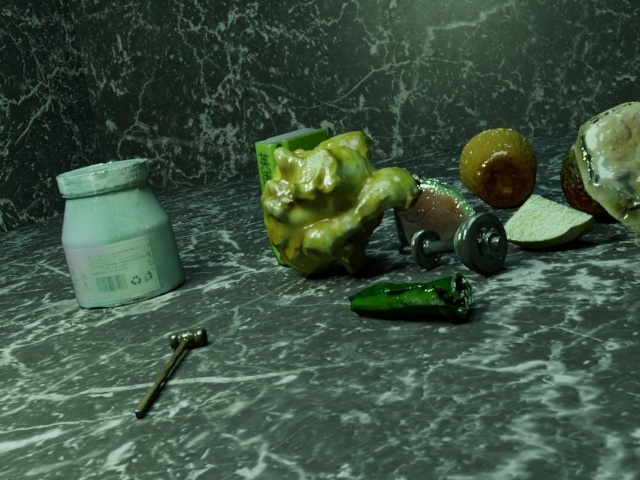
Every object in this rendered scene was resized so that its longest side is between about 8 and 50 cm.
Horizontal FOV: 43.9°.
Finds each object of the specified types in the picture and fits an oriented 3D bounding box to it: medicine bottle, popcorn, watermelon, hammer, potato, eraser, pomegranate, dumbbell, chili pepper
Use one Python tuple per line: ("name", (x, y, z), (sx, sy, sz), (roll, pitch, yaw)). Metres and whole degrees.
("medicine bottle", (-0.446, -0.023, 1.749), (0.244, 0.290, 0.245), (-10, 11, 2))
("popcorn", (0.016, -0.088, 1.614), (0.289, 0.326, 0.321), (16, -15, -17))
("watermelon", (0.248, -0.067, 1.714), (0.231, 0.146, 0.128), (-7, 11, 31))
("hammer", (-0.222, 0.189, 1.158), (0.058, 0.029, 0.292), (-11, 12, 6))
("potato", (0.430, -0.007, 1.505), (0.120, 0.081, 0.149), (-45, 40, -14))
("eraser", (-0.062, -0.144, 2.092), (0.092, 0.274, 0.210), (12, 25, 43))
("pomegranate", (0.603, -0.121, 1.593), (0.214, 0.214, 0.248), (-12, 35, -8))
("dumbbell", (0.235, 0.012, 1.463), (0.110, 0.110, 0.254), (-18, 7, -37))
("chili pepper", (0.140, 0.090, 1.238), (0.216, 0.062, 0.108), (-3, 7, 36))

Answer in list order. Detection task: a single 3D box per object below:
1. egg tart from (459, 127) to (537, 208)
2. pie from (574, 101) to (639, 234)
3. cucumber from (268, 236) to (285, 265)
("egg tart", (0.450, -0.167, 1.994), (0.202, 0.203, 0.147), (-8, 24, 11))
("pie", (0.628, -0.142, 1.460), (0.337, 0.075, 0.338), (1, 53, -1))
("cucumber", (0.000, 0.000, 1.818), (0.243, 0.063, 0.115), (-16, 17, -31))
